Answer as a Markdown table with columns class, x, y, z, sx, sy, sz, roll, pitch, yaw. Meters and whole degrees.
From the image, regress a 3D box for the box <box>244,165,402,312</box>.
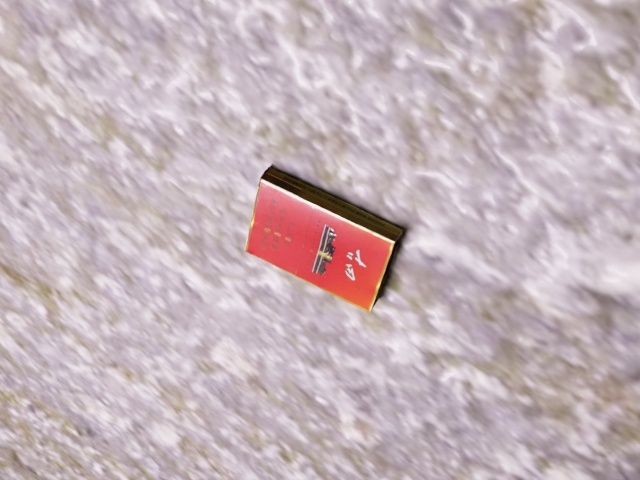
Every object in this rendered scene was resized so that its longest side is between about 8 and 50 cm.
| class | x | y | z | sx | sy | sz | roll | pitch | yaw |
| --- | --- | --- | --- | --- | --- | --- | --- | --- | --- |
| box | 0.000 | 0.000 | 0.863 | 0.133 | 0.023 | 0.090 | 27 | 133 | 10 |
